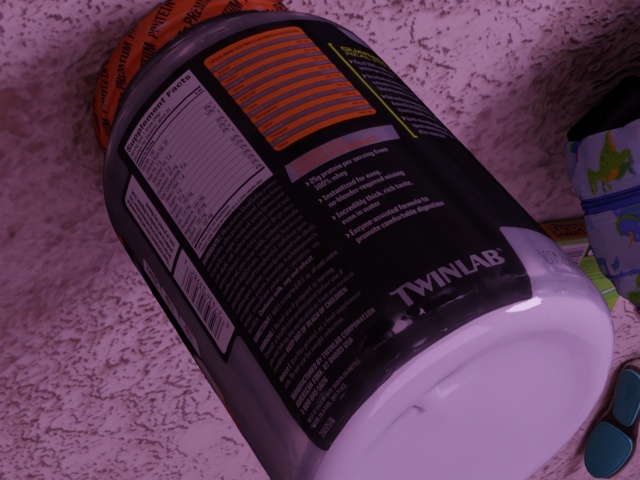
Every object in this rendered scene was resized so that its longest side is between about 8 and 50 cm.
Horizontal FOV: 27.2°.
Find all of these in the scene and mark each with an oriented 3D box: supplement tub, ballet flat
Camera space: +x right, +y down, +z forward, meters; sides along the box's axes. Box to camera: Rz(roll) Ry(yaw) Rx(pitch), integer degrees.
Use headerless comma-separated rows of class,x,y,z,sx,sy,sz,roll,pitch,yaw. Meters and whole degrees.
supplement tub,0.000,0.000,0.748,0.194,0.316,0.193,-21,139,-19
ballet flat,0.335,0.193,1.426,0.052,0.057,0.168,-20,140,-36

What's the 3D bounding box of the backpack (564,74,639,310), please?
backpack,0.366,-0.072,0.994,0.356,0.290,0.273,-7,98,1

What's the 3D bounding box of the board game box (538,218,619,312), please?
board game box,0.209,0.088,1.233,0.124,0.039,0.259,-7,130,-33

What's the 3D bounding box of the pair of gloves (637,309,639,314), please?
pair of gloves,0.354,0.049,1.329,0.083,0.010,0.074,-46,141,8
